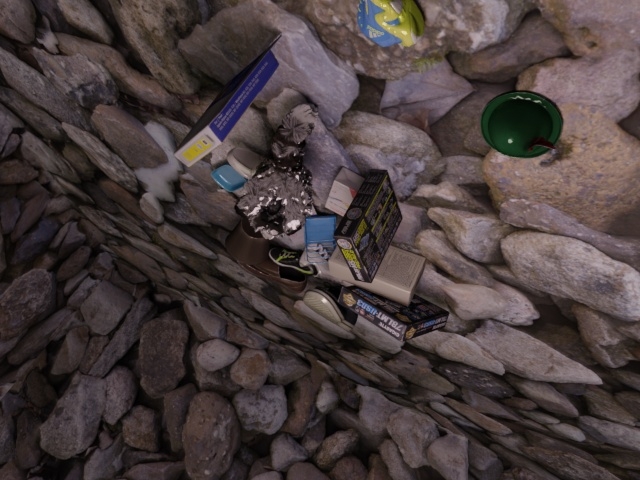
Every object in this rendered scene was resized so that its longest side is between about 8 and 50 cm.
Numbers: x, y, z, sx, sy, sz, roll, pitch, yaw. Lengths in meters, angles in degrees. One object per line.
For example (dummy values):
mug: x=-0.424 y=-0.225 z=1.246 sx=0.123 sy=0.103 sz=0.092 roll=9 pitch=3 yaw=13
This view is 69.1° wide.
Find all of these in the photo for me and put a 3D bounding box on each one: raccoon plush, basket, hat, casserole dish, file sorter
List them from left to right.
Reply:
casserole dish: x=-0.342 y=-0.246 z=1.773 sx=0.114 sy=0.037 sz=0.188 roll=45 pitch=148 yaw=-23
basket: x=-0.295 y=-0.016 z=1.984 sx=0.205 sy=0.154 sz=0.227 roll=26 pitch=148 yaw=-5
raccoon plush: x=-0.093 y=-0.197 z=1.452 sx=0.216 sy=0.446 sz=0.299 roll=32 pitch=-167 yaw=-9
file sorter: x=0.000 y=0.000 z=1.720 sx=0.118 sy=0.104 sz=0.170 roll=-4 pitch=148 yaw=-2
hat: x=0.403 y=-0.196 z=0.987 sx=0.173 sy=0.183 sz=0.208 roll=19 pitch=149 yaw=22

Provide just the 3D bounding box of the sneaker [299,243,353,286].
sneaker: x=0.036 y=0.130 z=1.930 sx=0.292 sy=0.118 sz=0.110 roll=36 pitch=149 yaw=-13

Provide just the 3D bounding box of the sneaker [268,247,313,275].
sneaker: x=-0.110 y=0.071 z=2.027 sx=0.235 sy=0.084 sz=0.097 roll=20 pitch=138 yaw=2

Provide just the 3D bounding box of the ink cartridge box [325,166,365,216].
ink cartridge box: x=0.087 y=-0.135 z=1.506 sx=0.115 sy=0.067 sz=0.198 roll=28 pitch=152 yaw=4

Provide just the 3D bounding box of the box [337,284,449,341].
box: x=0.266 y=0.243 z=1.684 sx=0.296 sy=0.293 sz=0.073 roll=27 pitch=111 yaw=38

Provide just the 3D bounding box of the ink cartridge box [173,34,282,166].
ink cartridge box: x=-0.229 y=-0.355 z=1.213 sx=0.072 sy=0.303 sz=0.307 roll=43 pitch=151 yaw=-26

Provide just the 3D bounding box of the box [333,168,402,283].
box: x=0.150 y=-0.042 z=1.384 sx=0.060 sy=0.270 sz=0.216 roll=9 pitch=145 yaw=33

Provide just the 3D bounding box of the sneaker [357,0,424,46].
sneaker: x=0.102 y=-0.479 z=0.923 sx=0.126 sy=0.091 sz=0.240 roll=-2 pitch=139 yaw=46

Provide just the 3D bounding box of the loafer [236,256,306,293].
loafer: x=-0.212 y=0.113 z=2.144 sx=0.366 sy=0.133 sz=0.130 roll=26 pitch=149 yaw=-11

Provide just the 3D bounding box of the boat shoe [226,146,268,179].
boat shoe: x=-0.178 y=-0.242 z=1.569 sx=0.277 sy=0.098 sz=0.096 roll=28 pitch=151 yaw=-16

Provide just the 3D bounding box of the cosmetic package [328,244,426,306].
cosmetic package: x=0.202 y=0.095 z=1.670 sx=0.310 sy=0.160 sz=0.113 roll=21 pitch=151 yaw=20

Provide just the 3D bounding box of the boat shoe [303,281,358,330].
boat shoe: x=0.063 y=0.262 z=1.964 sx=0.187 sy=0.155 sz=0.500 roll=26 pitch=170 yaw=24

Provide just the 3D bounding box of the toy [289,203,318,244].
toy: x=-0.070 y=-0.076 z=1.739 sx=0.137 sy=0.056 sz=0.237 roll=-11 pitch=148 yaw=11
